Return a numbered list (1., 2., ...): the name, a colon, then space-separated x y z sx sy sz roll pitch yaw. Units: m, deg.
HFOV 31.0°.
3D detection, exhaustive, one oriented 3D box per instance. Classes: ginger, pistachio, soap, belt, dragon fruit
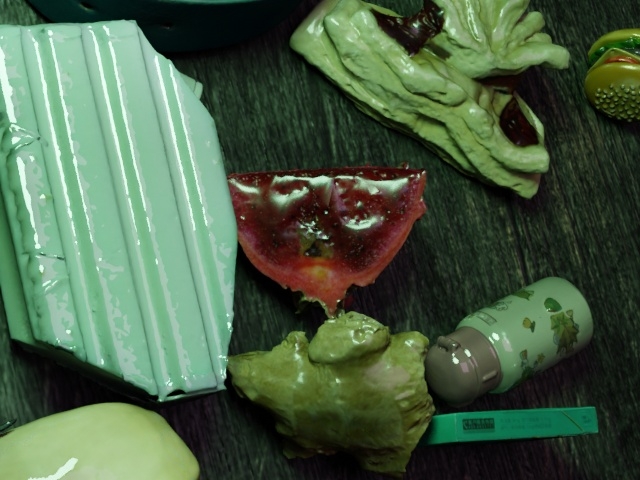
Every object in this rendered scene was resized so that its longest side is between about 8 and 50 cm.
1. ginger: 0.006 0.177 1.394 0.270 0.218 0.123 15 26 -7
2. pistachio: -0.268 0.280 1.201 0.299 0.187 0.187 -20 86 -30
3. soap: -0.241 -0.024 1.327 0.261 0.156 0.446 -9 80 -32
4. belt: -0.176 -0.407 1.471 0.437 0.173 0.300 -11 78 -32
5. dragon fruit: 0.000 0.000 1.486 0.262 0.134 0.211 2 91 0

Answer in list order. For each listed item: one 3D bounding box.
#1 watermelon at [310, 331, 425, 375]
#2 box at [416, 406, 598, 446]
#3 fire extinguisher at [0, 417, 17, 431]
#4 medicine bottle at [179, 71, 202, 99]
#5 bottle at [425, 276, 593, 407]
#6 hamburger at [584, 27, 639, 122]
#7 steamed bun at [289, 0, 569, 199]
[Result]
1. watermelon: 0.075 0.173 1.479 0.158 0.121 0.097 1 93 -26
2. box: 0.222 0.245 1.506 0.227 0.161 0.042 2 78 -29
3. fire extinguisher: -0.503 0.105 1.179 0.376 0.200 0.113 48 18 -3
4. medicine bottle: -0.199 -0.193 1.461 0.089 0.057 0.057 26 64 -22
5. bottle: 0.250 0.144 1.580 0.253 0.120 0.120 -22 87 -31
6. hamburger: 0.492 -0.259 1.819 0.162 0.162 0.115 29 63 -19
7. steamed bun: 0.197 -0.264 1.640 0.428 0.189 0.247 34 54 -16
